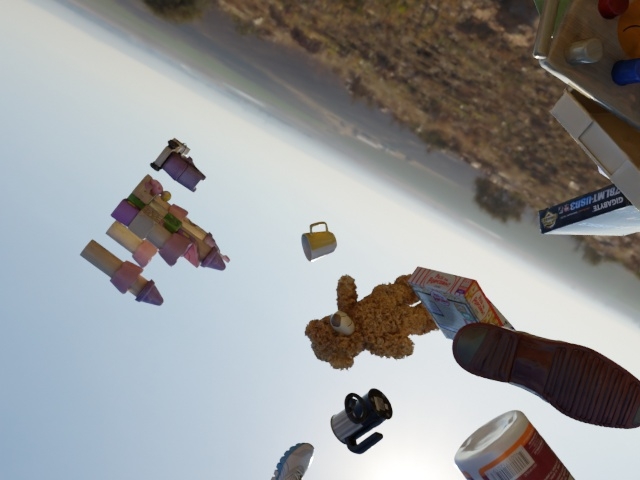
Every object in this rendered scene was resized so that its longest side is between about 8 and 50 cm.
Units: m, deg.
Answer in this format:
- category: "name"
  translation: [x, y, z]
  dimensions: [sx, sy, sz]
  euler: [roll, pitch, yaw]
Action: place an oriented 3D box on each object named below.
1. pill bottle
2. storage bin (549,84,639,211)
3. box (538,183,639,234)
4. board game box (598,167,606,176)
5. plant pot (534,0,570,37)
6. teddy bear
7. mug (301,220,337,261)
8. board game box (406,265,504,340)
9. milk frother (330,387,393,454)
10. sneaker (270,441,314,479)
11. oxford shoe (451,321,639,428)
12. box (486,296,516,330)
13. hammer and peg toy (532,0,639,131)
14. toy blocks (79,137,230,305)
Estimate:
- category: "pill bottle"
  translation: [0.539, 0.647, 1.872]
  dimensions: [0.392, 0.224, 0.224]
  euler: [53, -173, 4]
- category: "storage bin"
  translation: [0.580, -0.184, 1.306]
  dimensions: [0.260, 0.123, 0.262]
  euler: [-8, -125, -38]
- category: "box"
  translation: [0.748, -0.072, 1.830]
  dimensions: [0.296, 0.073, 0.293]
  euler: [2, 166, -25]
- category: "board game box"
  translation: [0.924, -0.222, 2.076]
  dimensions: [0.291, 0.141, 0.232]
  euler: [47, -179, 39]
- category: "plant pot"
  translation: [0.603, -0.546, 1.548]
  dimensions: [0.275, 0.294, 0.274]
  euler: [38, -139, -43]
- category: "teddy bear"
  translation: [0.133, 0.179, 1.746]
  dimensions: [0.338, 0.245, 0.113]
  euler: [-3, 152, -16]
- category: "mug"
  translation: [0.001, 0.004, 1.554]
  dimensions: [0.078, 0.064, 0.062]
  euler: [109, 144, -60]
- category: "board game box"
  translation: [0.273, 0.139, 1.450]
  dimensions: [0.147, 0.045, 0.193]
  euler: [14, 149, 48]
- category: "milk frother"
  translation: [0.074, 0.415, 1.745]
  dimensions: [0.143, 0.135, 0.129]
  euler: [39, -152, -19]
- category: "sneaker"
  translation: [-0.061, 0.485, 1.447]
  dimensions: [0.083, 0.190, 0.071]
  euler: [19, 155, 45]
- category: "oxford shoe"
  translation: [0.405, 0.224, 1.310]
  dimensions: [0.348, 0.123, 0.130]
  euler: [23, -178, 11]
- category: "box"
  translation: [0.401, 0.229, 1.766]
  dimensions: [0.137, 0.072, 0.126]
  euler: [-123, 17, -53]
- category: "hammer and peg toy"
  translation: [0.446, -0.342, 1.143]
  dimensions: [0.361, 0.265, 0.127]
  euler: [26, 180, -19]
- category: "toy blocks"
  translation: [-0.294, -0.022, 1.580]
  dimensions: [0.260, 0.309, 0.288]
  euler: [38, -172, -9]
